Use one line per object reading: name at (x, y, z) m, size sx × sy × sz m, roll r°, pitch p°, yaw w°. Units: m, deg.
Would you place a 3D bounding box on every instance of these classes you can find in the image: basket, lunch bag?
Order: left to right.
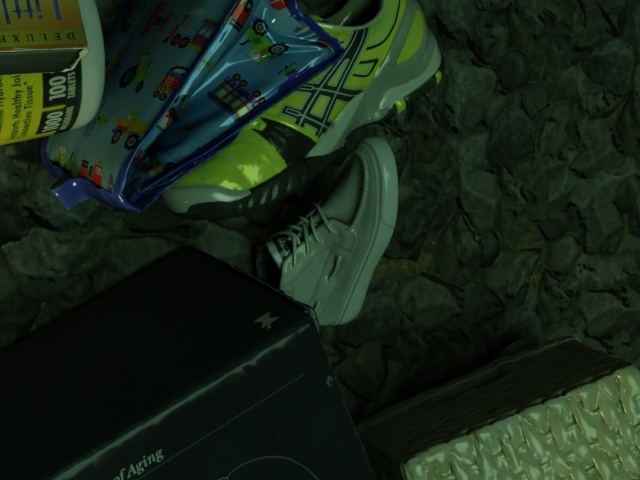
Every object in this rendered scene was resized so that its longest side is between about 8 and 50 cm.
lunch bag at (-0.160, -0.147, 1.383) m, size 0.293 × 0.221 × 0.138 m, roll -47°, pitch 122°, yaw -12°
basket at (0.254, 0.320, 1.662) m, size 0.328 × 0.266 × 0.331 m, roll -21°, pitch 92°, yaw -9°

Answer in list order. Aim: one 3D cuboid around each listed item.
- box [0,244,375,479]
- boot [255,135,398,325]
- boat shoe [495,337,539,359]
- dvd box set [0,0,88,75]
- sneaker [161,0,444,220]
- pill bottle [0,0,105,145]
box at (-0.189, 0.342, 1.457) m, size 0.480 × 0.297 × 0.471 m, roll -30°, pitch 119°, yaw -21°
boot at (0.000, 0.000, 1.567) m, size 0.123 × 0.095 × 0.258 m, roll -6°, pitch 129°, yaw -27°
boat shoe at (0.289, 0.278, 1.857) m, size 0.109 × 0.098 × 0.302 m, roll -13°, pitch 110°, yaw -29°
dvd box set at (-0.385, -0.335, 1.167) m, size 0.308 × 0.062 × 0.420 m, roll -9°, pitch 78°, yaw -28°
sneaker at (-0.034, -0.159, 1.517) m, size 0.385 × 0.145 × 0.147 m, roll -40°, pitch 121°, yaw -29°
pill bottle at (-0.381, -0.162, 1.262) m, size 0.334 × 0.188 × 0.187 m, roll -16°, pitch 111°, yaw -28°
